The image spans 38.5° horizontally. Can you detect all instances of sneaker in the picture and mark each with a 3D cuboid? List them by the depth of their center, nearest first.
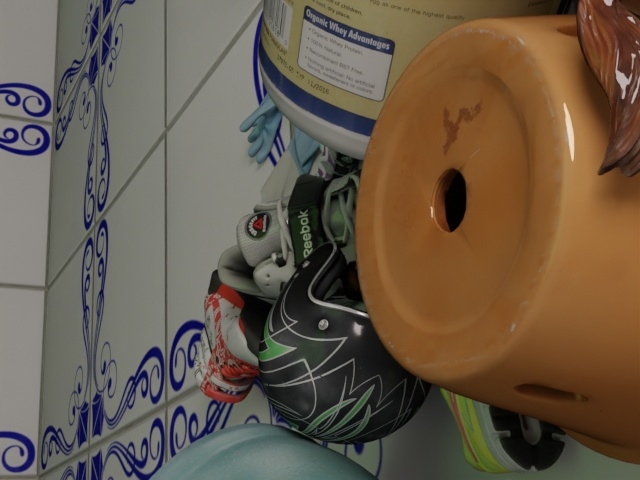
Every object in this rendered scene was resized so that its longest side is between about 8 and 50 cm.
[{"bbox_3d":[0.122,0.085,0.720,0.094,0.082,0.208,126,145,-57],"label":"sneaker"},{"bbox_3d":[0.000,0.000,0.910,0.330,0.146,0.122,-38,50,53],"label":"sneaker"},{"bbox_3d":[0.022,-0.081,0.997,0.069,0.038,0.098,-19,68,61],"label":"sneaker"},{"bbox_3d":[-0.084,0.141,1.101,0.270,0.090,0.145,-142,61,-63],"label":"sneaker"}]

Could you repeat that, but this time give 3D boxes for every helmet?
[{"bbox_3d":[0.024,0.099,0.806,0.161,0.169,0.169,-82,18,-49],"label":"helmet"}]

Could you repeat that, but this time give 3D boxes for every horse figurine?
[{"bbox_3d":[0.216,-0.125,0.432,0.174,0.263,0.066,55,159,28],"label":"horse figurine"}]

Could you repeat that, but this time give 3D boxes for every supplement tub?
[{"bbox_3d":[0.081,-0.235,0.645,0.228,0.228,0.316,-112,24,-44],"label":"supplement tub"}]

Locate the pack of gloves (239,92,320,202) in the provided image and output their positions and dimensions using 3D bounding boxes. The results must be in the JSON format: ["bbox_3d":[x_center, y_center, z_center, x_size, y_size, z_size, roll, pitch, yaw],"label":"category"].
[{"bbox_3d":[-0.050,-0.154,1.151,0.232,0.046,0.195,-59,35,40],"label":"pack of gloves"}]

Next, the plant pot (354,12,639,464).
[{"bbox_3d":[0.154,-0.010,0.542,0.291,0.204,0.290,-22,65,61],"label":"plant pot"}]

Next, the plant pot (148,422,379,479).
[{"bbox_3d":[-0.008,0.307,0.725,0.196,0.293,0.293,2,85,48],"label":"plant pot"}]
